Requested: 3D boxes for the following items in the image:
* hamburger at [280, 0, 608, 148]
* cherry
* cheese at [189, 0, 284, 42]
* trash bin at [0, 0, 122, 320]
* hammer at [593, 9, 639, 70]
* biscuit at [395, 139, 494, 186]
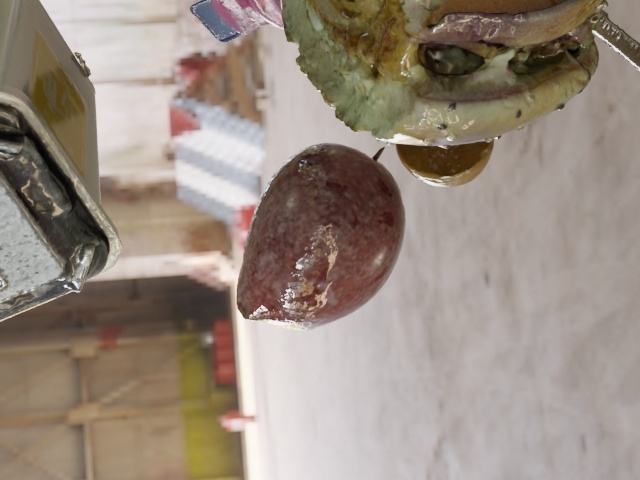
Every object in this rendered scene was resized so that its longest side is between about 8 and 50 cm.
[{"bbox_3d":[0.127,-0.231,1.386,0.318,0.277,0.195,-120,30,-47],"label":"hamburger"},{"bbox_3d":[0.000,0.000,2.028,0.300,0.203,0.230,-51,-9,-19],"label":"cherry"},{"bbox_3d":[-0.069,-0.323,2.018,0.155,0.244,0.062,45,-132,-29],"label":"cheese"},{"bbox_3d":[-0.387,-0.091,1.666,0.256,0.296,0.368,58,-165,-34],"label":"trash bin"},{"bbox_3d":[0.354,-0.178,1.601,0.027,0.297,0.125,-52,-2,-40],"label":"hammer"},{"bbox_3d":[0.117,-0.191,1.724,0.049,0.197,0.301,57,-165,-62],"label":"biscuit"}]
